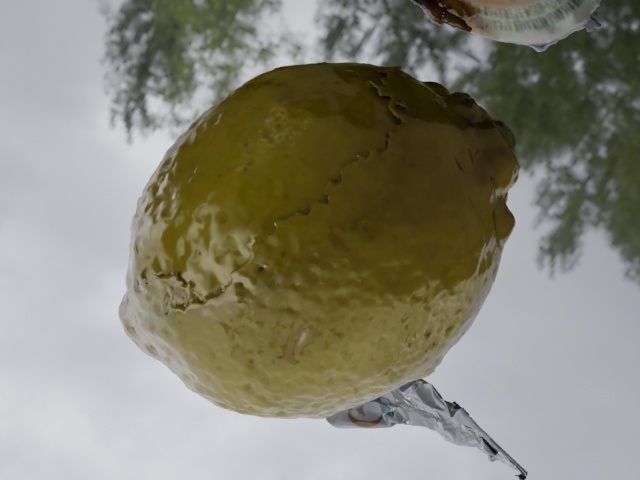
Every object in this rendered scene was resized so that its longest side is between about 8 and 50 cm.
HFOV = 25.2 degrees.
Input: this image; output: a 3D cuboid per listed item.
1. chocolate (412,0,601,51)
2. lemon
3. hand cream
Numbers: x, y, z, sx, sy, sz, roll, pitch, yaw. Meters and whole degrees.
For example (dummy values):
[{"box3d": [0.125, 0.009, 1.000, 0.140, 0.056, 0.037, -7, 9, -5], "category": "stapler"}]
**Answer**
[{"box3d": [0.124, -0.245, 0.923, 0.221, 0.221, 0.147, 34, -124, 7], "category": "chocolate"}, {"box3d": [0.000, 0.000, 0.853, 0.204, 0.260, 0.204, 60, -176, -6], "category": "lemon"}, {"box3d": [0.067, 0.140, 1.166, 0.050, 0.257, 0.084, -49, -66, -22], "category": "hand cream"}]
